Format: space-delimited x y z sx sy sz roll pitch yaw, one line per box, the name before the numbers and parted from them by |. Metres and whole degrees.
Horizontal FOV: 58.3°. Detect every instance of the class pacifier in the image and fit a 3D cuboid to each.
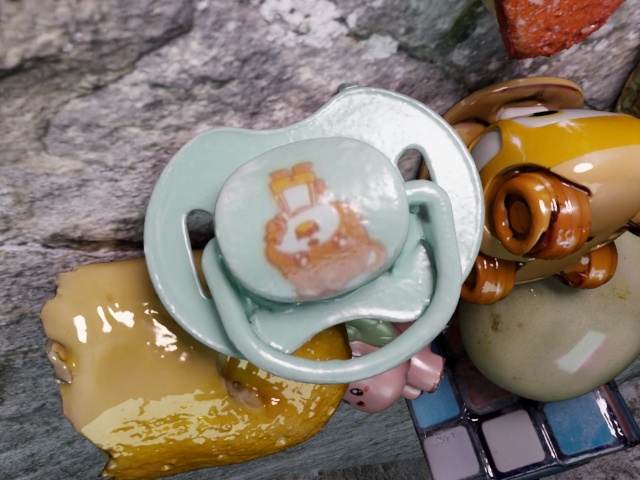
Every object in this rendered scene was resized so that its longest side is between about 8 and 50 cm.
pacifier | 0.000 0.000 0.622 0.343 0.288 0.269 -14 176 3

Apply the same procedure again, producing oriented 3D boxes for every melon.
melon | 0.361 0.083 0.864 0.268 0.268 0.330 8 116 -35

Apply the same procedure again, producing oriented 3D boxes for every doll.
doll | 0.071 0.179 1.003 0.268 0.216 0.284 22 146 -10

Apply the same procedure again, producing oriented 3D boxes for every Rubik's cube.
Rubik's cube | 0.391 0.296 1.160 0.359 0.363 0.362 -29 146 25

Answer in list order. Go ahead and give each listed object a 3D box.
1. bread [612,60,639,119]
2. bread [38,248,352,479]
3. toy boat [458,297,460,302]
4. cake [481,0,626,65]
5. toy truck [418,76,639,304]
bread | 0.422 -0.172 0.643 0.138 0.102 0.196 -20 148 2
bread | -0.153 0.184 0.787 0.394 0.250 0.361 -3 148 -14
toy boat | 0.231 0.068 1.000 0.104 0.052 0.210 -21 151 13
cake | 0.138 -0.217 0.444 0.220 0.086 0.117 5 142 -34
toy truck | 0.244 -0.050 0.655 0.204 0.211 0.288 -8 152 -16
